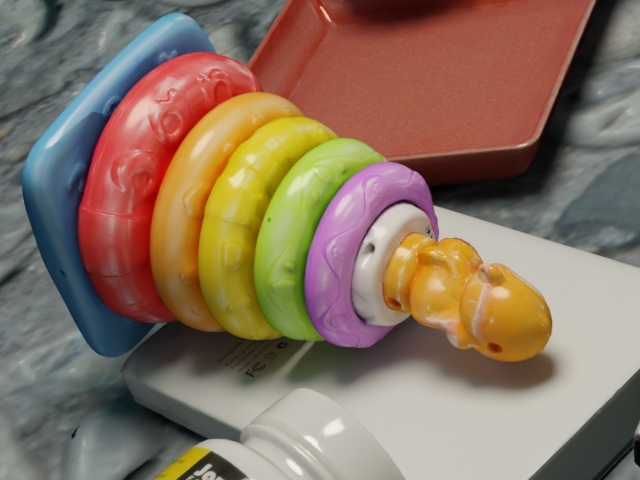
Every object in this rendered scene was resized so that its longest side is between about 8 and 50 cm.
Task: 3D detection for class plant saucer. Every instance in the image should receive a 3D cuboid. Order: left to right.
[{"bbox_3d":[0.064,-0.111,1.363,0.258,0.048,0.259,-4,37,27],"label":"plant saucer"}]

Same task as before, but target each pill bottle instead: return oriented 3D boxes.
[{"bbox_3d":[-0.058,0.172,0.961,0.208,0.119,0.119,-39,36,-23],"label":"pill bottle"}]

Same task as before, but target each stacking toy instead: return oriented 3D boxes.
[{"bbox_3d":[0.000,0.000,1.096,0.301,0.175,0.166,19,53,33],"label":"stacking toy"}]

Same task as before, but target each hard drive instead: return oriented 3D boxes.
[{"bbox_3d":[0.051,0.063,1.124,0.203,0.040,0.307,-40,36,-25],"label":"hard drive"}]

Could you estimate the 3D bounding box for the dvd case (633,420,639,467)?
[{"bbox_3d":[0.274,0.040,0.993,0.179,0.030,0.239,9,43,20],"label":"dvd case"}]
